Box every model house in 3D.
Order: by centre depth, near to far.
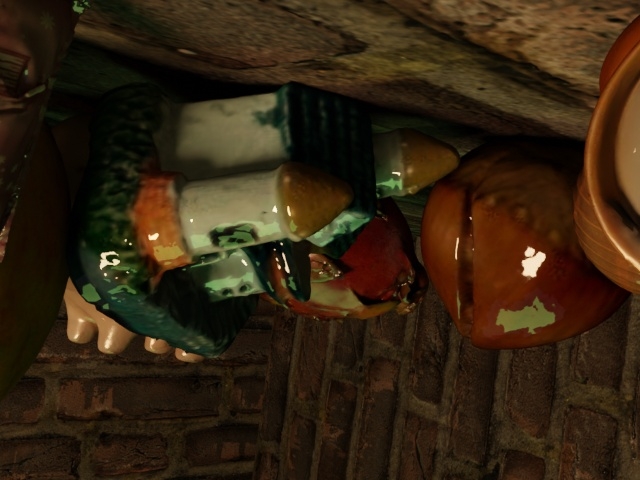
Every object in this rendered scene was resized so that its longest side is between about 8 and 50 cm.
[{"bbox_3d":[-0.024,-0.027,0.627,0.291,0.184,0.253,-12,152,9],"label":"model house"}]

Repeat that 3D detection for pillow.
[{"bbox_3d":[-0.188,-0.069,0.383,0.043,0.185,0.118,33,-169,25],"label":"pillow"}]

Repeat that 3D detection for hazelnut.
[{"bbox_3d":[0.185,0.016,0.680,0.208,0.208,0.208,7,178,0],"label":"hazelnut"}]

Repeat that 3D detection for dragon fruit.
[{"bbox_3d":[0.004,0.001,1.041,0.315,0.250,0.250,21,-178,16],"label":"dragon fruit"}]

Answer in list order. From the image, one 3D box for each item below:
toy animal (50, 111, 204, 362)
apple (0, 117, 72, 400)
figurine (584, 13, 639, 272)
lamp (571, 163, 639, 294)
[{"bbox_3d":[-0.207,-0.002,0.859,0.237,0.269,0.326,4,167,30],"label":"toy animal"},{"bbox_3d":[-0.350,-0.009,0.517,0.340,0.339,0.339,7,178,0],"label":"apple"},{"bbox_3d":[0.207,-0.038,0.331,0.143,0.143,0.271,6,176,43],"label":"figurine"},{"bbox_3d":[0.246,-0.023,0.522,0.136,0.136,0.136,7,178,0],"label":"lamp"}]
